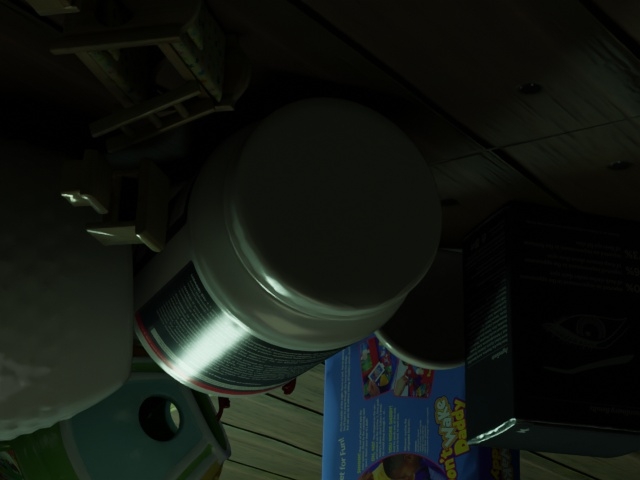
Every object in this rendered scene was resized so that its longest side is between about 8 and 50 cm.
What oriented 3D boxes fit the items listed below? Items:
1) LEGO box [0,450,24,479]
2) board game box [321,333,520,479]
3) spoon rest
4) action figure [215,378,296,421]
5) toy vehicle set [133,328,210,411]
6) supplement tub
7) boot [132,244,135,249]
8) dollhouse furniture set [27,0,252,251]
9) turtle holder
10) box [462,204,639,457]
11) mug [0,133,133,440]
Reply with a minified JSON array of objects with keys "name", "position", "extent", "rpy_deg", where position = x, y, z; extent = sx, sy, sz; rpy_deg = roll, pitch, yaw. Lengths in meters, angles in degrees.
[{"name":"LEGO box","position":[-0.526,0.349,1.499],"extent":[0.372,0.193,0.500],"rpy_deg":[-40,157,-5]},{"name":"board game box","position":[0.110,0.267,1.594],"extent":[0.233,0.347,0.078],"rpy_deg":[-16,154,41]},{"name":"spoon rest","position":[0.160,0.061,1.388],"extent":[0.276,0.137,0.084],"rpy_deg":[-1,145,-35]},{"name":"action figure","position":[-0.070,0.117,1.507],"extent":[0.091,0.139,0.280],"rpy_deg":[2,167,2]},{"name":"toy vehicle set","position":[-0.231,0.149,1.716],"extent":[0.166,0.035,0.267],"rpy_deg":[-24,149,31]},{"name":"supplement tub","position":[-0.036,0.012,1.148],"extent":[0.191,0.191,0.272],"rpy_deg":[11,159,-21]},{"name":"boot","position":[-0.182,0.038,1.391],"extent":[0.178,0.085,0.236],"rpy_deg":[17,161,-39]},{"name":"dollhouse furniture set","position":[-0.123,-0.098,0.905],"extent":[0.101,0.161,0.182],"rpy_deg":[-4,160,15]},{"name":"turtle holder","position":[-0.217,0.258,1.555],"extent":[0.227,0.320,0.243],"rpy_deg":[-26,149,0]},{"name":"box","position":[0.220,0.088,1.297],"extent":[0.153,0.207,0.108],"rpy_deg":[9,159,-17]},{"name":"mug","position":[-0.330,0.060,1.181],"extent":[0.328,0.276,0.374],"rpy_deg":[-1,154,-11]}]
